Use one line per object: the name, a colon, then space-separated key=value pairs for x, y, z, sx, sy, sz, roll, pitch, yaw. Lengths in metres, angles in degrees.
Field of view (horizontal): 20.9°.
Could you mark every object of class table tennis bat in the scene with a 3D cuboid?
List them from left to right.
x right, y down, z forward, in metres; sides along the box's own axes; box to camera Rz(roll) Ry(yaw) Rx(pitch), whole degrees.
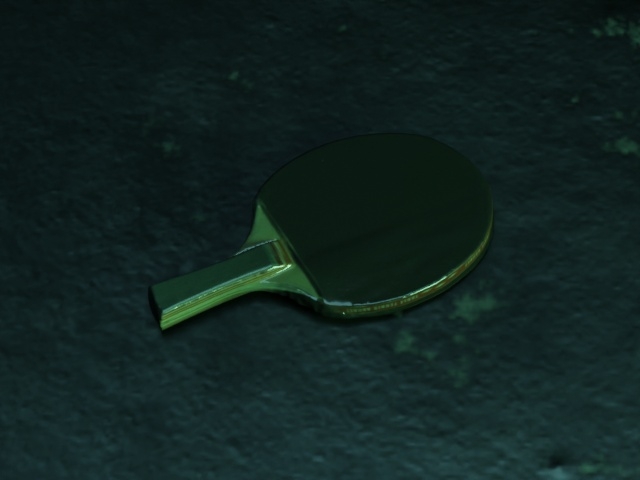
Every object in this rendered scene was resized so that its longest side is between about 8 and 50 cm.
table tennis bat: x=0.000 y=0.000 z=1.042 sx=0.220 sy=0.019 sz=0.130 roll=-22 pitch=54 yaw=-15
